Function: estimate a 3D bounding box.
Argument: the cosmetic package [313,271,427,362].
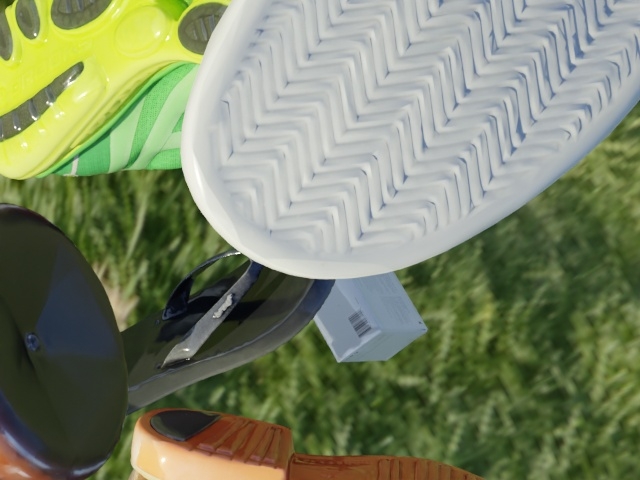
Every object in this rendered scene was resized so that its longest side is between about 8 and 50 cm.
[{"bbox_3d":[0.000,0.000,1.798,0.060,0.099,0.239,-39,70,24],"label":"cosmetic package"}]

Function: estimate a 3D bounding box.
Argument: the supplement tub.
[{"bbox_3d":[-0.176,0.062,0.707,0.198,0.106,0.106,-19,79,24],"label":"supplement tub"}]

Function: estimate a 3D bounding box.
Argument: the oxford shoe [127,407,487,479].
[{"bbox_3d":[0.033,0.227,1.392,0.364,0.130,0.132,15,102,7],"label":"oxford shoe"}]

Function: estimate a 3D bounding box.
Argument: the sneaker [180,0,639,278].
[{"bbox_3d":[0.048,-0.104,0.601,0.108,0.169,0.292,43,75,-14],"label":"sneaker"}]

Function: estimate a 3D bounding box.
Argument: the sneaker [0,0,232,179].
[{"bbox_3d":[-0.040,-0.102,0.895,0.123,0.295,0.109,3,76,-47],"label":"sneaker"}]

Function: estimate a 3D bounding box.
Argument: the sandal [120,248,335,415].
[{"bbox_3d":[-0.093,0.061,1.493,0.254,0.097,0.054,-31,126,15],"label":"sandal"}]
